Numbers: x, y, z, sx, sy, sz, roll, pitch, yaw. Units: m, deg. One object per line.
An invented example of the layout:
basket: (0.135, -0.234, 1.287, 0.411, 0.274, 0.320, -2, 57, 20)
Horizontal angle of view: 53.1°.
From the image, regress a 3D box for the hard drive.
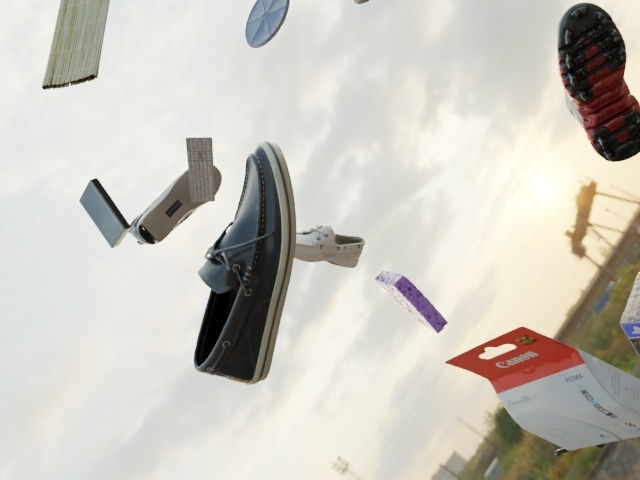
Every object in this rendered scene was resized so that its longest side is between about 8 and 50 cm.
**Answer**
hard drive: (-0.477, -0.060, 1.414, 0.022, 0.135, 0.094, -31, -6, -44)

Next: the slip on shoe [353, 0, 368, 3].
slip on shoe: (0.134, -0.632, 1.596, 0.135, 0.051, 0.041, -33, -53, -24)

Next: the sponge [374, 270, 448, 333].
sponge: (0.166, 0.110, 1.198, 0.031, 0.117, 0.210, -44, 3, -3)

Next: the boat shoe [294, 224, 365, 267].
boat shoe: (0.000, 0.000, 1.671, 0.277, 0.098, 0.096, 9, -63, -39)

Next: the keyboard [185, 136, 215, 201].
keyboard: (-0.342, -0.199, 1.837, 0.256, 0.072, 0.014, 98, 172, -50)

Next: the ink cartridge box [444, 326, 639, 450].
ink cartridge box: (0.509, 0.340, 1.421, 0.308, 0.385, 0.091, -48, 21, 57)

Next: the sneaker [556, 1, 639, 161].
sneaker: (0.423, -0.253, 0.996, 0.098, 0.135, 0.276, -27, -55, 18)

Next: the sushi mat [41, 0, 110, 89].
sushi mat: (-0.551, -0.487, 1.461, 0.019, 0.151, 0.316, 49, -143, -61)

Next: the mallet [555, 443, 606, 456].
mallet: (0.715, 0.562, 1.752, 0.190, 0.039, 0.062, -15, -48, -19)

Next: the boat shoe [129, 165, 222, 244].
boat shoe: (-0.465, -0.116, 2.007, 0.340, 0.158, 0.127, -46, -68, -31)

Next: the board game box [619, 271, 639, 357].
board game box: (0.609, 0.166, 0.890, 0.232, 0.291, 0.141, -24, 14, 45)

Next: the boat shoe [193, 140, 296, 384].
boat shoe: (-0.155, 0.053, 1.260, 0.156, 0.187, 0.500, 5, -74, -23)

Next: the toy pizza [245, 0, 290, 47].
toy pizza: (-0.151, -0.657, 1.886, 0.032, 0.201, 0.201, 20, -77, -41)
